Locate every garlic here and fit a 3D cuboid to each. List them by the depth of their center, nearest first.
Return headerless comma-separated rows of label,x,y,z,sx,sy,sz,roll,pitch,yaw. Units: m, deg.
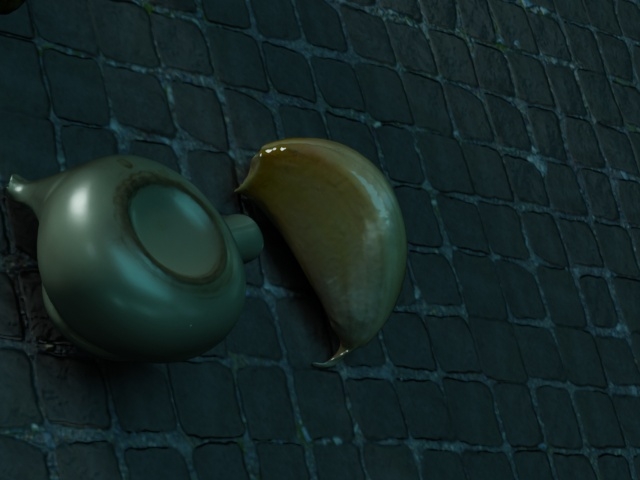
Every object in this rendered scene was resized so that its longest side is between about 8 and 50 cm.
garlic,0.014,-0.001,1.949,0.164,0.145,0.245,-24,85,-21

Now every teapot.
teapot,-0.139,0.029,1.714,0.318,0.149,0.220,13,50,-43

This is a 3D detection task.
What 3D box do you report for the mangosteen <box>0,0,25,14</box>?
mangosteen,-0.327,-0.330,1.702,0.210,0.210,0.210,28,47,-35
